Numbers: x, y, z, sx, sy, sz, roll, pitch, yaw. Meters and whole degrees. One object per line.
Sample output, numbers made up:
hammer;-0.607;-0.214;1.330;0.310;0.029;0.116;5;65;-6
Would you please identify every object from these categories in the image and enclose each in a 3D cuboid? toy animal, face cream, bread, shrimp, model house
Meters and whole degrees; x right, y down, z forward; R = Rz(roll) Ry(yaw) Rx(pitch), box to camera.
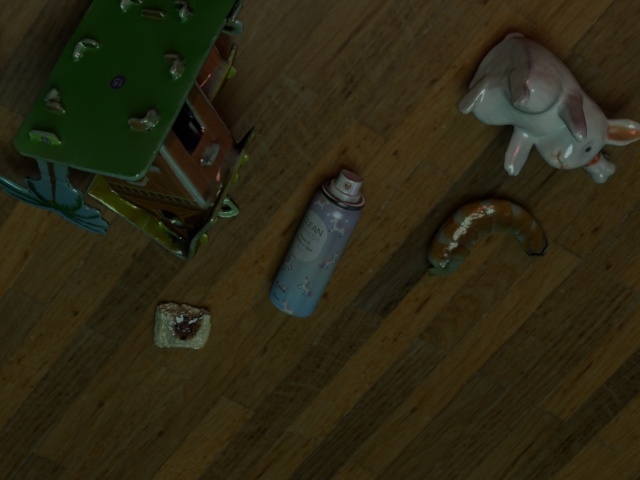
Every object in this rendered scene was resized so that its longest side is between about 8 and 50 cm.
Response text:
toy animal;0.326;-0.153;2.061;0.282;0.138;0.140;43;145;-23
face cream;0.000;0.000;2.160;0.075;0.075;0.229;16;118;-17
bread;-0.206;0.129;2.241;0.083;0.035;0.070;7;123;-15
shrimp;0.246;0.009;2.219;0.166;0.049;0.161;24;116;-29
model house;-0.241;-0.153;1.989;0.340;0.300;0.323;13;155;28

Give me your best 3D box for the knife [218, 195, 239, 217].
knife;-0.216;-0.122;2.086;0.043;0.020;0.293;-38;120;15
